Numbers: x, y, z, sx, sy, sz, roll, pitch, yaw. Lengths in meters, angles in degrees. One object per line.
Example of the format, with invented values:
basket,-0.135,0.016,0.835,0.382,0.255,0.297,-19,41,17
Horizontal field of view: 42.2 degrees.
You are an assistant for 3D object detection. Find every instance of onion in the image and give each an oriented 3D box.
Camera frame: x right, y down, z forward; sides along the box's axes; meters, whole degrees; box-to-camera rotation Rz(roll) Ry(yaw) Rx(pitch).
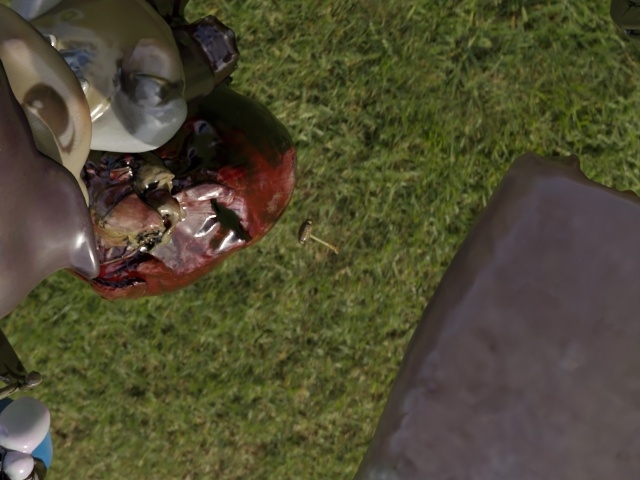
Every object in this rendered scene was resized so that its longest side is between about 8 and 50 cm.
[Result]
onion,-0.151,-0.058,0.829,0.281,0.281,0.221,-6,96,16

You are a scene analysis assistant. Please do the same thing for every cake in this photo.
cake,0.190,0.107,0.461,0.237,0.309,0.230,31,96,30

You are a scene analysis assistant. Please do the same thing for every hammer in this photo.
hammer,0.000,0.000,0.946,0.014,0.123,0.029,18,86,21

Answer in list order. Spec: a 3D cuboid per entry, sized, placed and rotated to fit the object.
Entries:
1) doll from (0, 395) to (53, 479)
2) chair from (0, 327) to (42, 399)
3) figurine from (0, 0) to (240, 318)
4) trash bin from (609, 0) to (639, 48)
doll,-0.452,0.324,0.938,0.284,0.310,0.240,7,132,23
chair,-0.390,0.079,0.713,0.188,0.272,0.166,45,132,30
figurine,-0.180,-0.088,0.506,0.206,0.365,0.218,-7,116,51
trash bin,0.407,-0.200,0.694,0.250,0.220,0.219,39,103,-9
